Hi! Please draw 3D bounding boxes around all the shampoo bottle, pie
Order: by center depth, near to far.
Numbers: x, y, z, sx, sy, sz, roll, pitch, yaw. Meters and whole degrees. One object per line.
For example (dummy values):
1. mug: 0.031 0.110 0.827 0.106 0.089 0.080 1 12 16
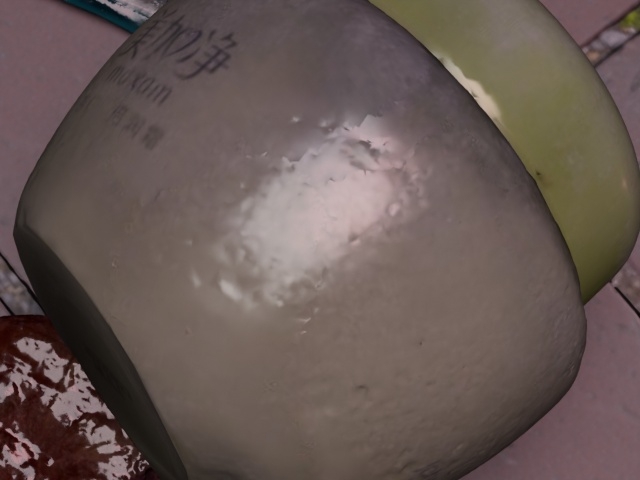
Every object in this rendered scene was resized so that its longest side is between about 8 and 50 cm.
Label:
1. shampoo bottle: 0.000 0.000 0.918 0.317 0.322 0.322 -42 80 -15
2. pie: -0.190 0.155 1.025 0.204 0.054 0.218 39 82 8

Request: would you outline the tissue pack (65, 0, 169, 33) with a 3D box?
1. tissue pack: -0.135 -0.190 1.110 0.138 0.028 0.085 27 96 1
